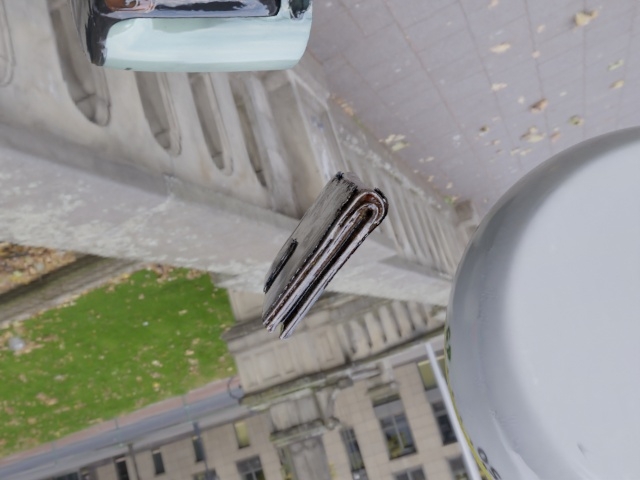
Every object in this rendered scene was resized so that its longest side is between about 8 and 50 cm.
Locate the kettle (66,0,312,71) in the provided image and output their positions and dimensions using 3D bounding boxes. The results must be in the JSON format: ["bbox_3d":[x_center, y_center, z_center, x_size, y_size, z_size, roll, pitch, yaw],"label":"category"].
[{"bbox_3d":[-0.143,-0.273,0.784,0.256,0.165,0.240,-7,-160,-27],"label":"kettle"}]

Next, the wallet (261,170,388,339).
[{"bbox_3d":[0.000,0.000,0.567,0.124,0.042,0.230,-54,-172,6],"label":"wallet"}]

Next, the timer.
[{"bbox_3d":[0.210,0.081,0.451,0.285,0.285,0.285,-16,165,-4],"label":"timer"}]
